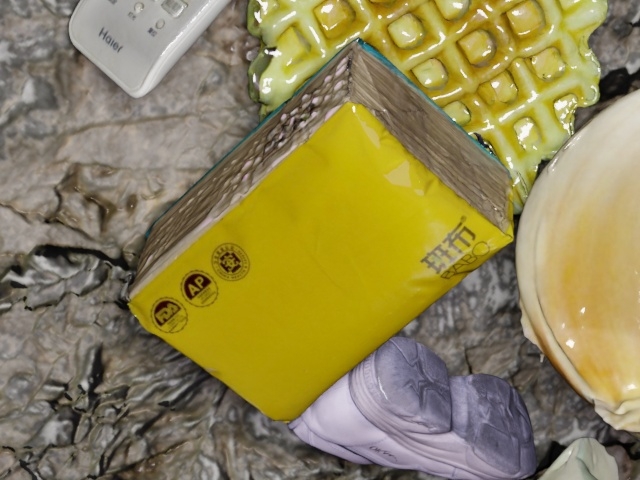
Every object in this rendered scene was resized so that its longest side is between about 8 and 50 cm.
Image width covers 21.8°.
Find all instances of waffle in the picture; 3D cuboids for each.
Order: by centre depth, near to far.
[{"bbox_3d":[0.090,-0.170,1.411,0.317,0.073,0.297,10,102,-15],"label":"waffle"}]

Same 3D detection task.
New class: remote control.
[{"bbox_3d":[-0.071,-0.252,1.345,0.313,0.109,0.055,-48,146,0],"label":"remote control"}]

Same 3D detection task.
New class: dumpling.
[{"bbox_3d":[0.225,0.295,1.523,0.229,0.124,0.151,-48,126,-34],"label":"dumpling"}]

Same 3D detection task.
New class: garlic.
[{"bbox_3d":[0.301,0.025,1.418,0.286,0.249,0.313,17,78,-25],"label":"garlic"}]

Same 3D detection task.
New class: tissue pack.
[{"bbox_3d":[0.000,0.000,1.350,0.192,0.134,0.271,39,116,-20],"label":"tissue pack"}]

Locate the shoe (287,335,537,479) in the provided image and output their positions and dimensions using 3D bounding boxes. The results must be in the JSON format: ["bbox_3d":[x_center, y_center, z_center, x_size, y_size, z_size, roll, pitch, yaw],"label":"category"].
[{"bbox_3d":[0.087,0.167,1.477,0.245,0.138,0.095,28,51,-41],"label":"shoe"}]
